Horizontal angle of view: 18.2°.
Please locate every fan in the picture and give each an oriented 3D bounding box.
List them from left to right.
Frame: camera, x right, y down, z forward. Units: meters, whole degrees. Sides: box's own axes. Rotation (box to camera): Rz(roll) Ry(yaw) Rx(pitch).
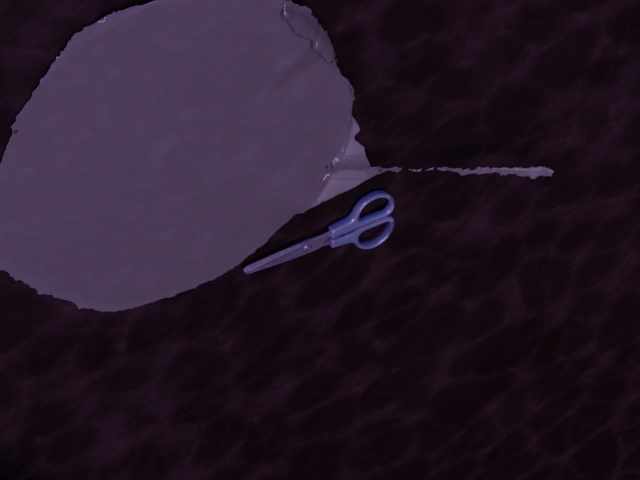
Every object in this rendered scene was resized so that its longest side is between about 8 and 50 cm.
[{"bbox_3d":[-0.008,-0.036,0.905,0.310,0.010,0.182,2,130,-38],"label":"fan"}]

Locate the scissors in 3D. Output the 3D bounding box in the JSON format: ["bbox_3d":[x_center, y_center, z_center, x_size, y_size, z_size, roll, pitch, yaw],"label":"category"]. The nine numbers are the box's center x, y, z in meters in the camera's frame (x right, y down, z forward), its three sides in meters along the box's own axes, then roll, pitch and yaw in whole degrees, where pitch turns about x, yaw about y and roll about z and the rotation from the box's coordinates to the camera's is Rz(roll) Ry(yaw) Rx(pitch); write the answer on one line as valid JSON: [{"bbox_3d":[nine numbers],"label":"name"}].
[{"bbox_3d":[0.000,0.000,0.959,0.083,0.006,0.036,-21,140,-21],"label":"scissors"}]
